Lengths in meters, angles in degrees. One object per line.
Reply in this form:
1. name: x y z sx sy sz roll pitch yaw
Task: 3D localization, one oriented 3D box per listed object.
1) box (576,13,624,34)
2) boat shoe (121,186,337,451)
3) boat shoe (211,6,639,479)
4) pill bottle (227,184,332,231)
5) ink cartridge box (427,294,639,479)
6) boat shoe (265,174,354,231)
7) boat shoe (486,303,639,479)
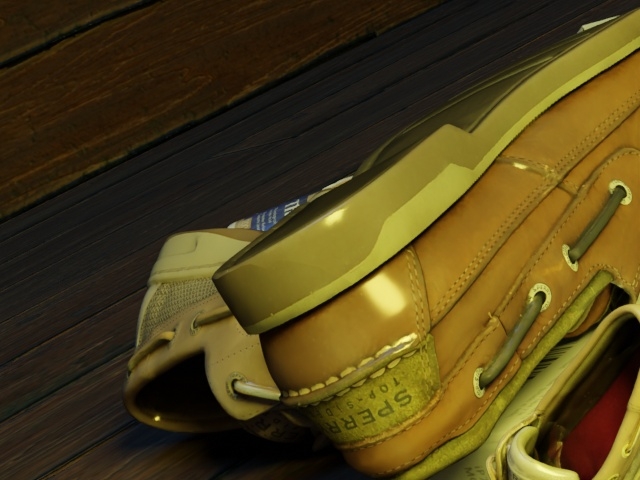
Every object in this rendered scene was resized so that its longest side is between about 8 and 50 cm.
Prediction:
1. box: 0.204 -0.102 1.289 0.145 0.038 0.186 -17 -16 -20
2. boat shoe: 0.004 0.054 0.988 0.341 0.121 0.110 -11 52 61
3. boat shoe: 0.074 -0.005 0.782 0.111 0.104 0.307 -27 6 43
4. pill bottle: 0.000 0.000 1.365 0.120 0.067 0.067 -21 10 15
5. ink cartridge box: 0.194 0.032 0.759 0.239 0.060 0.275 -12 15 46
6. boat shoe: 0.036 -0.001 1.196 0.277 0.098 0.096 -16 12 41
7. boat shoe: 0.078 0.075 0.644 0.135 0.045 0.050 -59 40 12
